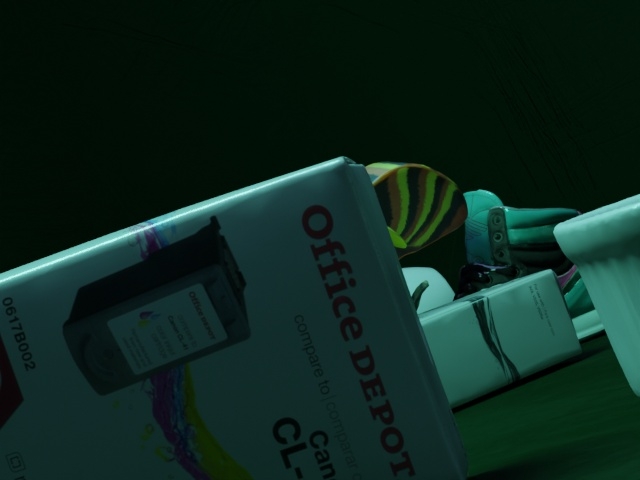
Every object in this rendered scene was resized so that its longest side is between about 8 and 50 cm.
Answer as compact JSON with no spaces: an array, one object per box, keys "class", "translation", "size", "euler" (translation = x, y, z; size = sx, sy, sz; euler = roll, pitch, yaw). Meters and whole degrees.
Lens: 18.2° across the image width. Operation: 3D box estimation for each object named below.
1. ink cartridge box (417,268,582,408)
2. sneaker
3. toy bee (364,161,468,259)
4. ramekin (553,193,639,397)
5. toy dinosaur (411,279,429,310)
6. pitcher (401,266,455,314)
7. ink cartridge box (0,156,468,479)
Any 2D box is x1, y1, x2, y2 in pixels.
[{"class":"ink cartridge box","translation":[0.111,0.106,1.822],"size":[0.208,0.087,0.153],"euler":[-20,-1,-27]},{"class":"sneaker","translation":[0.158,0.043,1.992],"size":[0.295,0.178,0.124],"euler":[-20,0,-11]},{"class":"toy bee","translation":[0.000,0.000,1.874],"size":[0.195,0.162,0.298],"euler":[-10,30,43]},{"class":"ramekin","translation":[0.304,0.008,1.308],"size":[0.277,0.135,0.277],"euler":[-19,0,0]},{"class":"toy dinosaur","translation":[0.019,0.108,1.973],"size":[0.268,0.064,0.118],"euler":[-46,22,21]},{"class":"pitcher","translation":[0.060,0.121,2.103],"size":[0.207,0.125,0.178],"euler":[-30,22,-11]},{"class":"ink cartridge box","translation":[-0.085,0.098,1.248],"size":[0.306,0.226,0.131],"euler":[-20,0,6]}]
